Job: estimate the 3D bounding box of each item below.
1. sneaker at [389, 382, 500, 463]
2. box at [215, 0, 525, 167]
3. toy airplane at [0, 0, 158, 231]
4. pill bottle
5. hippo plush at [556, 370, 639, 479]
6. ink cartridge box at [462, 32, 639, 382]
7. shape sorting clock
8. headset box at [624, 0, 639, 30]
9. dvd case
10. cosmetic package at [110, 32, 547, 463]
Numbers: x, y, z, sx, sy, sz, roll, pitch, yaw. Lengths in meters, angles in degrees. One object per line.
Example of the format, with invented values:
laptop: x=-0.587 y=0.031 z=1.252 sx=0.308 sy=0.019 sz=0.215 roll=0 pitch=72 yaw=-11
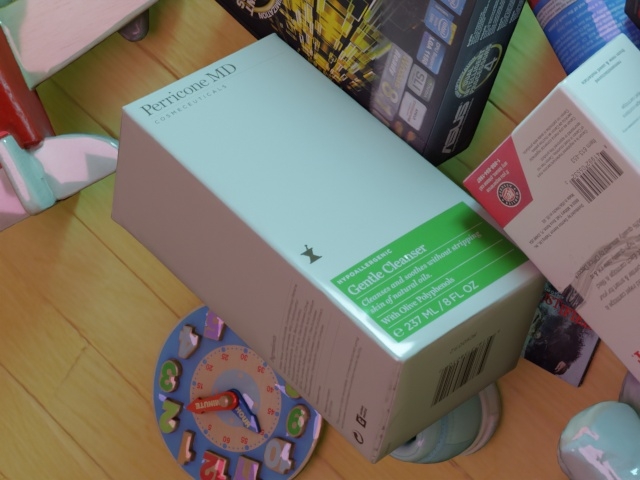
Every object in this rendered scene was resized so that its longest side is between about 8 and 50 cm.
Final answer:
sneaker: x=0.012 y=0.068 z=1.824 sx=0.366 sy=0.150 sz=0.135 roll=41 pitch=113 yaw=20
box: x=0.048 y=-0.294 z=1.689 sx=0.318 sy=0.097 sz=0.395 roll=43 pitch=142 yaw=21
toy airplane: x=-0.352 y=-0.200 z=1.970 sx=0.386 sy=0.272 sz=0.384 roll=12 pitch=118 yaw=-8
pill bottle: x=0.277 y=-0.152 z=1.657 sx=0.124 sy=0.124 sz=0.221 roll=-32 pitch=79 yaw=29
hippo plush: x=0.312 y=0.270 z=1.677 sx=0.294 sy=0.234 sz=0.236 roll=64 pitch=152 yaw=25
ink cartridge box: x=0.260 y=-0.021 z=1.583 sx=0.237 sy=0.100 sz=0.172 roll=48 pitch=143 yaw=5
shape sorting clock: x=-0.087 y=0.161 z=1.957 sx=0.206 sy=0.040 sz=0.206 roll=4 pitch=99 yaw=29
headset box: x=0.350 y=-0.191 z=1.467 sx=0.293 sy=0.110 sz=0.218 roll=57 pitch=161 yaw=31
dvd case: x=0.226 y=0.065 z=1.779 sx=0.087 sy=0.013 sz=0.119 roll=30 pitch=109 yaw=24
cosmetic package: x=0.000 y=0.000 z=1.719 sx=0.365 sy=0.197 sz=0.155 roll=41 pitch=143 yaw=24
